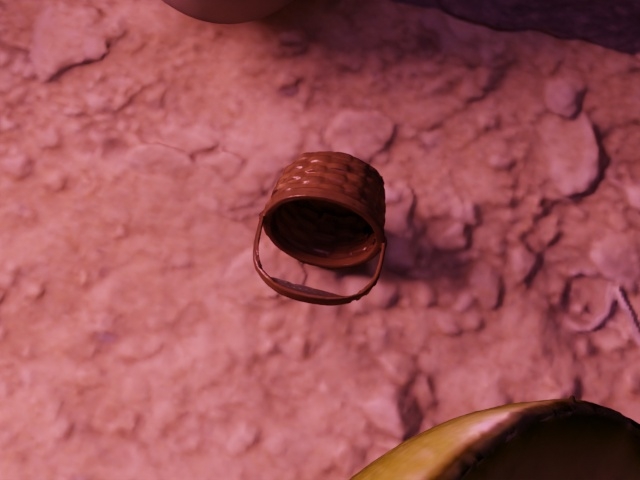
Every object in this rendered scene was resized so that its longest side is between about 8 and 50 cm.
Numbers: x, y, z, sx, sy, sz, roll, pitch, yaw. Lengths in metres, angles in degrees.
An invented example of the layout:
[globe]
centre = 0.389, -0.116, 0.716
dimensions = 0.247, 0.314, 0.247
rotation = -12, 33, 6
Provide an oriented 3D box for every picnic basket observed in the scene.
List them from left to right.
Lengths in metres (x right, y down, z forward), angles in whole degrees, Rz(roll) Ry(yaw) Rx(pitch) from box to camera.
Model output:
[picnic basket]
centre = 0.000, 0.000, 0.767
dimensions = 0.072, 0.072, 0.083
rotation = 12, 52, 1

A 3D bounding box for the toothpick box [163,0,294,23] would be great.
[toothpick box]
centre = -0.083, -0.264, 0.798
dimensions = 0.316, 0.229, 0.229
rotation = 38, 68, 13

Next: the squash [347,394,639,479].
[squash]
centre = 0.078, 0.184, 0.554
dimensions = 0.210, 0.309, 0.233
rotation = 38, 67, 12
